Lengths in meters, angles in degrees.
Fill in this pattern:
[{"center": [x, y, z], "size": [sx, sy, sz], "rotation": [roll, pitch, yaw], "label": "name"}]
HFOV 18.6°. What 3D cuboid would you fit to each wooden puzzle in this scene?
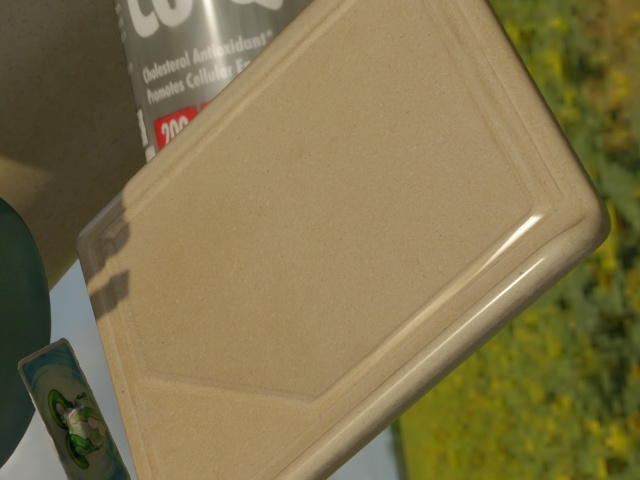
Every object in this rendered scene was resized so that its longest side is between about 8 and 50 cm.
[{"center": [0.000, 0.000, 0.770], "size": [0.044, 0.221, 0.238], "rotation": [34, -156, -34], "label": "wooden puzzle"}]

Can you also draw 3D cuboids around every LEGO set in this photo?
[{"center": [-0.141, 0.126, 0.840], "size": [0.244, 0.060, 0.182], "rotation": [66, -157, -3], "label": "LEGO set"}]

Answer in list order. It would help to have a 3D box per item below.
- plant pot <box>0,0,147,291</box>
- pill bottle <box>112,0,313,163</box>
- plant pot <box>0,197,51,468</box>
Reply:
[{"center": [-0.238, -0.095, 1.339], "size": [0.334, 0.305, 0.334], "rotation": [49, 180, 0], "label": "plant pot"}, {"center": [-0.036, -0.162, 1.024], "size": [0.161, 0.161, 0.283], "rotation": [53, -156, -86], "label": "pill bottle"}, {"center": [-0.293, 0.045, 1.026], "size": [0.255, 0.272, 0.271], "rotation": [11, -116, -47], "label": "plant pot"}]
